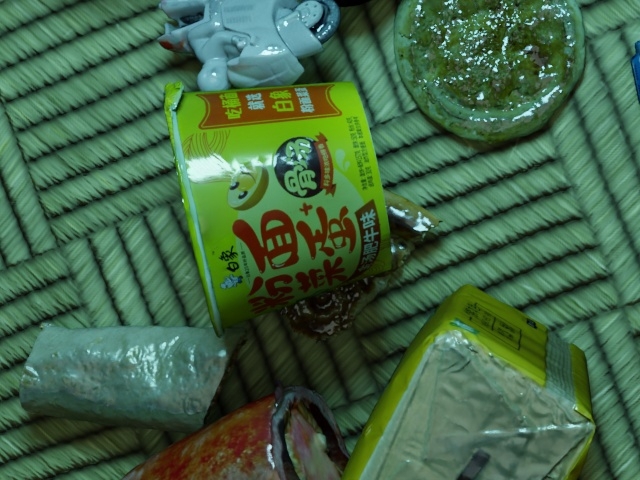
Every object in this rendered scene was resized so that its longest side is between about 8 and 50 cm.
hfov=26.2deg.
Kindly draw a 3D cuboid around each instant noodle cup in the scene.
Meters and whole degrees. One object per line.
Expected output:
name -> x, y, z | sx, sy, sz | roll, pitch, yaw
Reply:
instant noodle cup -> -0.048, -0.058, 1.626 | 0.222, 0.311, 0.311 | -13, 95, -4

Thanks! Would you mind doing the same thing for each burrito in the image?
burrito -> -0.244, 0.182, 1.816 | 0.299, 0.105, 0.143 | 2, 93, 9

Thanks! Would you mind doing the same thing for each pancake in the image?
pancake -> 0.000, 0.000, 1.783 | 0.212, 0.056, 0.257 | 43, 100, 1
pancake -> 0.212, -0.244, 1.736 | 0.254, 0.037, 0.253 | 1, 96, 7

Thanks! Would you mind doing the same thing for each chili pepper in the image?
chili pepper -> -0.109, 0.339, 1.742 | 0.305, 0.251, 0.229 | -31, 88, 11

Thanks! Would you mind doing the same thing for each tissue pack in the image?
tissue pack -> 0.172, 0.234, 1.628 | 0.228, 0.382, 0.293 | 28, 100, 6

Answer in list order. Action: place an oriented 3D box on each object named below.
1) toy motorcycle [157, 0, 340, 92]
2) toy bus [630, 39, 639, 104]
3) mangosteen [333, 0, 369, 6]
toy motorcycle -> -0.102, -0.249, 1.697 | 0.260, 0.110, 0.171 | 17, 70, 35
toy bus -> 0.445, -0.174, 1.688 | 0.106, 0.090, 0.184 | -12, 96, 11
mangosteen -> 0.037, -0.379, 1.690 | 0.172, 0.172, 0.184 | 38, 74, 2
